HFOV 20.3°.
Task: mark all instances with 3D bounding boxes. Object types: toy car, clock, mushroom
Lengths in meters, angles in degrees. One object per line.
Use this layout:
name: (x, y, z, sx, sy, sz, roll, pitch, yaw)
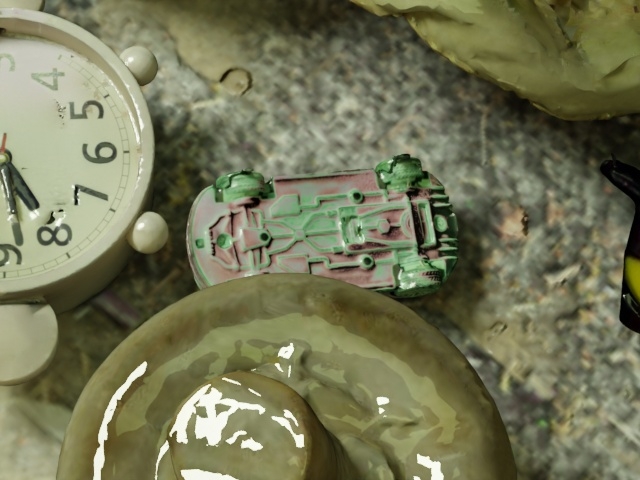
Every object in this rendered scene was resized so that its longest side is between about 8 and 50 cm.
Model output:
toy car: (0.000, 0.000, 0.890, 0.142, 0.055, 0.069, -5, 77, -17)
clock: (-0.156, -0.036, 0.891, 0.155, 0.063, 0.229, -4, 72, -8)
mushroom: (-0.018, 0.104, 0.764, 0.207, 0.215, 0.207, -1, 71, 4)

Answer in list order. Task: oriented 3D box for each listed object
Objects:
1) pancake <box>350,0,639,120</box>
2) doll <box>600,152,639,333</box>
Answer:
pancake: (0.133, -0.245, 0.939, 0.387, 0.082, 0.387, 7, 69, -18)
doll: (0.247, 0.025, 0.881, 0.248, 0.088, 0.127, 36, 70, 6)
